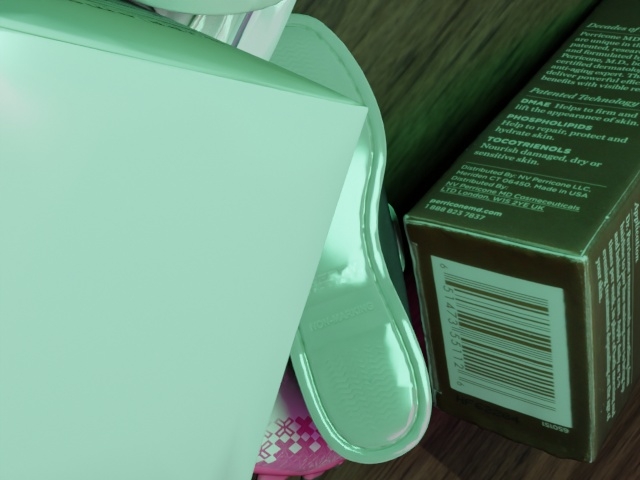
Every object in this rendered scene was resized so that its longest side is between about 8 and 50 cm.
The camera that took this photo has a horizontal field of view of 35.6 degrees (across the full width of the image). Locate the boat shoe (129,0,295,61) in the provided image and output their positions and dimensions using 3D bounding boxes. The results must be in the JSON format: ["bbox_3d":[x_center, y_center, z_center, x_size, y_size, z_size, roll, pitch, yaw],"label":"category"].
[{"bbox_3d":[-0.079,-0.134,0.602,0.088,0.096,0.267,23,97,-23],"label":"boat shoe"}]

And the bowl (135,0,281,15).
[{"bbox_3d":[-0.054,-0.202,0.472,0.290,0.289,0.156,-18,139,-32],"label":"bowl"}]

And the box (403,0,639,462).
[{"bbox_3d":[0.224,-0.037,0.788,0.381,0.143,0.191,-44,135,-37],"label":"box"}]

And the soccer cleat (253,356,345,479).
[{"bbox_3d":[-0.074,0.088,0.695,0.331,0.116,0.143,11,105,-42],"label":"soccer cleat"}]

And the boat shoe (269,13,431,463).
[{"bbox_3d":[0.000,0.000,0.683,0.114,0.091,0.302,-9,85,-2],"label":"boat shoe"}]

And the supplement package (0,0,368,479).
[{"bbox_3d":[-0.152,-0.031,0.448,0.175,0.293,0.177,6,109,-41],"label":"supplement package"}]
